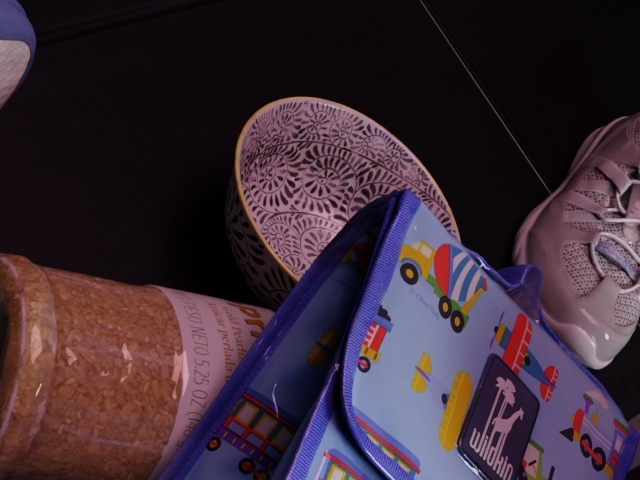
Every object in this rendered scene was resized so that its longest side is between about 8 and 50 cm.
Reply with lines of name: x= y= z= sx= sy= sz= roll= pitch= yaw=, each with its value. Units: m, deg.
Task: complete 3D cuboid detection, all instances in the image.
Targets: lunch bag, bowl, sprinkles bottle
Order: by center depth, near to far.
lunch bag: x=0.043 y=0.136 z=0.821 sx=0.221 sy=0.138 sz=0.293 roll=42 pitch=63 yaw=-28
sprinkles bottle: x=-0.031 y=0.097 z=0.897 sx=0.355 sy=0.121 sz=0.121 roll=13 pitch=53 yaw=-33
bowl: x=0.000 y=0.000 z=1.019 sx=0.170 sy=0.080 sz=0.170 roll=22 pitch=47 yaw=-25

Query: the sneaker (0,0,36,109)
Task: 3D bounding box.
sneaker: x=-0.235 y=-0.037 z=0.799 sx=0.131 sy=0.112 sz=0.296 roll=25 pitch=43 yaw=29

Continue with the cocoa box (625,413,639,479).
cocoa box: x=0.262 y=0.222 z=0.886 sx=0.231 sy=0.347 sz=0.228 roll=38 pitch=44 yaw=-11

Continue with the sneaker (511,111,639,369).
sneaker: x=0.227 y=-0.024 z=1.203 sx=0.105 sy=0.115 sz=0.281 roll=39 pitch=43 yaw=-12
